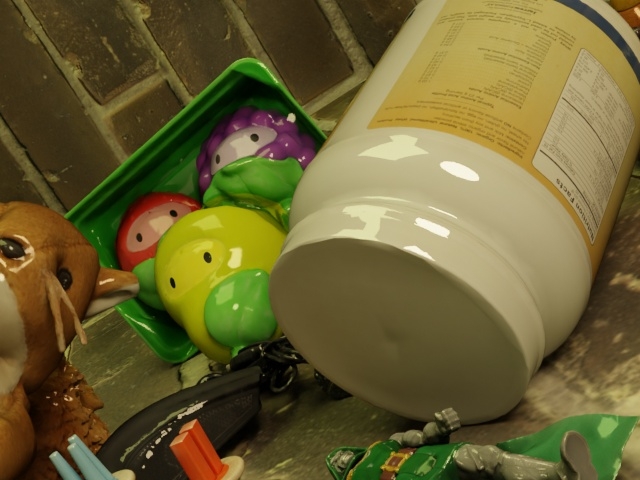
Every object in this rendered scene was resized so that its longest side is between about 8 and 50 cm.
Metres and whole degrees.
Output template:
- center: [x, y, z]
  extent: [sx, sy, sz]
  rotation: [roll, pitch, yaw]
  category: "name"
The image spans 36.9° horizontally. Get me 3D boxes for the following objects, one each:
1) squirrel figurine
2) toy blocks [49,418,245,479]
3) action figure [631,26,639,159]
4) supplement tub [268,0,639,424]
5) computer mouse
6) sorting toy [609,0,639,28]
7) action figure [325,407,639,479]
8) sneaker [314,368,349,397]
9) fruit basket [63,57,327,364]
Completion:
- center: [-0.329, 0.151, 0.875]
  extent: [0.397, 0.281, 0.370]
  rotation: [107, -176, -72]
  category: "squirrel figurine"
- center: [-0.113, 0.182, 0.692]
  extent: [0.123, 0.148, 0.054]
  rotation: [-40, 16, -30]
  category: "toy blocks"
- center: [0.304, -0.135, 0.962]
  extent: [0.185, 0.099, 0.285]
  rotation: [-60, 9, 5]
  category: "action figure"
- center: [0.114, -0.040, 0.747]
  extent: [0.228, 0.228, 0.316]
  rotation: [-18, 31, 46]
  category: "supplement tub"
- center: [-0.127, 0.167, 0.893]
  extent: [0.272, 0.072, 0.188]
  rotation: [-41, 4, -28]
  category: "computer mouse"
- center: [0.511, -0.342, 1.203]
  extent: [0.366, 0.126, 0.127]
  rotation: [-29, 23, 13]
  category: "sorting toy"
- center: [0.070, 0.150, 0.594]
  extent: [0.137, 0.063, 0.232]
  rotation: [-43, 13, -29]
  category: "action figure"
- center: [0.056, 0.091, 0.854]
  extent: [0.135, 0.052, 0.058]
  rotation: [-24, 11, 30]
  category: "sneaker"
- center: [-0.131, -0.009, 1.180]
  extent: [0.392, 0.283, 0.392]
  rotation: [-40, 5, 4]
  category: "fruit basket"
